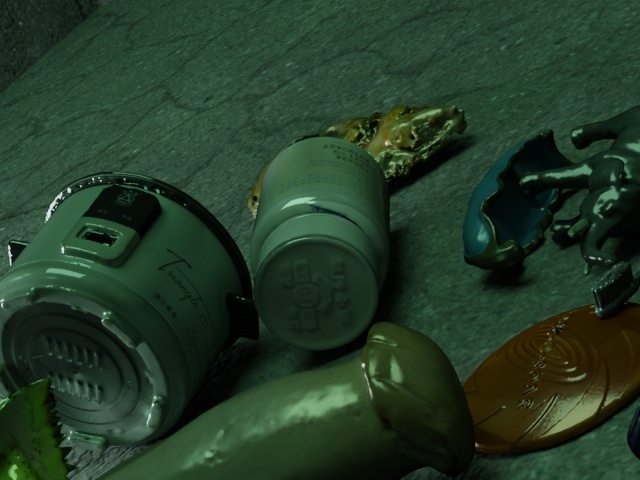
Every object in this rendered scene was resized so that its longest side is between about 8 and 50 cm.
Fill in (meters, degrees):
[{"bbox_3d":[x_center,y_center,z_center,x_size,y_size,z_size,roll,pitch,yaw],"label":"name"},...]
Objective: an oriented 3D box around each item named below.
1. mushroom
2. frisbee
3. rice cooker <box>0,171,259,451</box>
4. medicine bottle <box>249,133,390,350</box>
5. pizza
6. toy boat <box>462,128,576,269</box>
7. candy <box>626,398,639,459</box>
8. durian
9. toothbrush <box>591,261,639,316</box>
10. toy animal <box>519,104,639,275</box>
[{"bbox_3d":[-0.064,0.193,1.388,0.407,0.137,0.154,-25,-14,20],"label":"mushroom"},{"bbox_3d":[0.188,0.102,1.408,0.192,0.035,0.192,-27,21,11],"label":"frisbee"},{"bbox_3d":[-0.202,0.065,1.753,0.280,0.241,0.227,12,39,17],"label":"rice cooker"},{"bbox_3d":[0.000,0.000,1.759,0.143,0.143,0.258,-26,19,13],"label":"medicine bottle"},{"bbox_3d":[0.039,-0.098,2.047,0.297,0.071,0.189,-11,27,42],"label":"pizza"},{"bbox_3d":[0.193,-0.033,1.663,0.077,0.075,0.185,-22,22,47],"label":"toy boat"},{"bbox_3d":[0.261,0.139,1.108,0.275,0.070,0.145,-100,32,-65],"label":"candy"},{"bbox_3d":[-0.313,0.287,1.454,0.158,0.169,0.352,2,50,36],"label":"durian"},{"bbox_3d":[0.326,-0.025,1.503,0.023,0.031,0.321,9,35,43],"label":"toothbrush"},{"bbox_3d":[0.258,-0.042,1.584,0.137,0.082,0.269,-14,25,40],"label":"toy animal"}]
